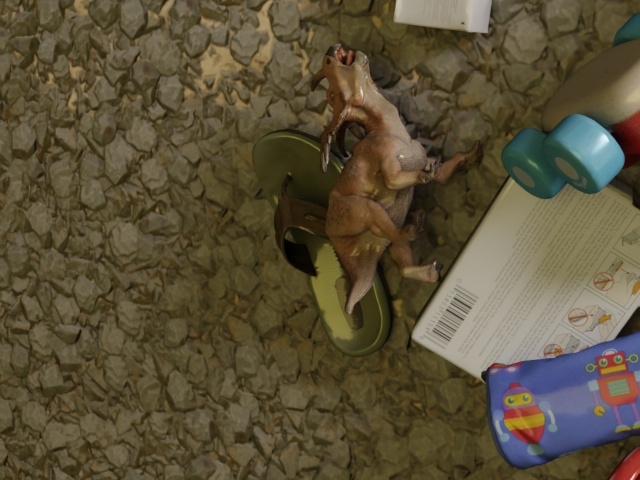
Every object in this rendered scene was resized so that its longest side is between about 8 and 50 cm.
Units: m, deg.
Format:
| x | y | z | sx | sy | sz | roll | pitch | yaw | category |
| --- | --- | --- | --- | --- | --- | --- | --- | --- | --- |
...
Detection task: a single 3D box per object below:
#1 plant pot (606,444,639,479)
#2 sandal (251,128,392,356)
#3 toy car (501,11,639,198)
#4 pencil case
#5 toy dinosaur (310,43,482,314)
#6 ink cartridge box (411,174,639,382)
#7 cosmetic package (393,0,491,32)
| x | y | z | sx | sy | sz | roll | pitch | yaw | category |
| --- | --- | --- | --- | --- | --- | --- | --- | --- | --- |
| 0.376 | 0.313 | 1.213 | 0.174 | 0.191 | 0.191 | 32 | 112 | 29 | plant pot |
| 0.002 | 0.001 | 1.431 | 0.120 | 0.086 | 0.303 | -27 | 84 | 30 | sandal |
| 0.349 | -0.081 | 1.156 | 0.219 | 0.210 | 0.238 | -45 | 98 | -10 | toy car |
| 0.323 | 0.154 | 1.228 | 0.306 | 0.133 | 0.119 | -18 | 72 | 18 | pencil case |
| 0.054 | -0.059 | 1.341 | 0.200 | 0.127 | 0.296 | 14 | 82 | 29 | toy dinosaur |
| 0.271 | 0.056 | 1.305 | 0.239 | 0.060 | 0.275 | 31 | 113 | 2 | ink cartridge box |
| 0.151 | -0.358 | 1.304 | 0.099 | 0.060 | 0.239 | 14 | 104 | 31 | cosmetic package |
